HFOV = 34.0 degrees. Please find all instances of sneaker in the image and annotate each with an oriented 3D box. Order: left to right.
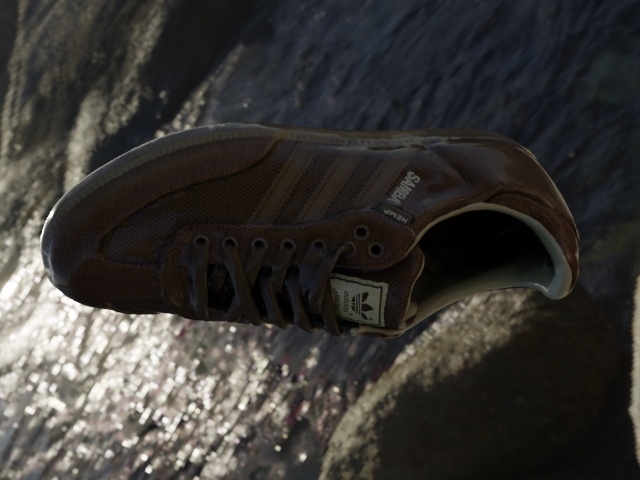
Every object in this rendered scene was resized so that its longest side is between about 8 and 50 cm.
[{"bbox_3d":[0.000,0.000,0.362,0.188,0.066,0.071,-10,37,-12],"label":"sneaker"}]
